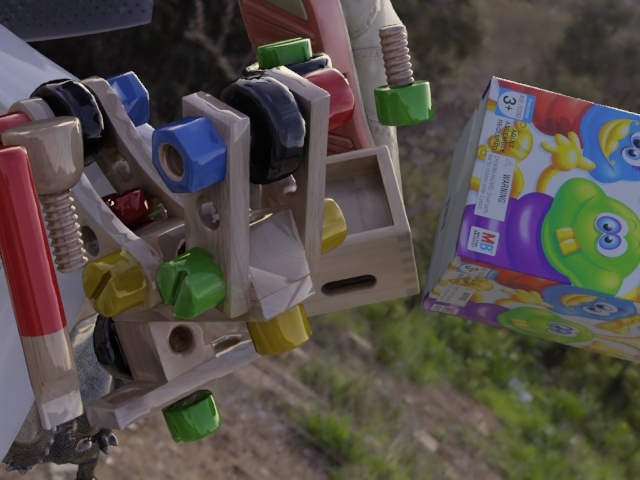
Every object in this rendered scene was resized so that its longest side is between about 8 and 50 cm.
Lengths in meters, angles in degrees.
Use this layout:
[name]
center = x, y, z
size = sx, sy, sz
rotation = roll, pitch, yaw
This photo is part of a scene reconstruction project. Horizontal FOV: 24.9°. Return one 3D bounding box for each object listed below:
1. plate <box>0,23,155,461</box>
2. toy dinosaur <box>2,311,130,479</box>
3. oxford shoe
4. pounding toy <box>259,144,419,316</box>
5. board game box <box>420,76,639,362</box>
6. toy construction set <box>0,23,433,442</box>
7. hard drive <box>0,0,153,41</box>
[plate]
center = -0.273, -0.017, 1.042
size = 0.278, 0.277, 0.045
rotation = 35, 10, 28
[toy dinosaur]
center = -0.227, 0.143, 1.391
size = 0.121, 0.160, 0.313
rotation = 32, 47, 14
[oxford shoe]
center = 0.042, -0.137, 1.426
size = 0.140, 0.397, 0.146
rotation = 25, 53, 36
[pounding toy]
center = 0.000, 0.000, 1.194
size = 0.141, 0.100, 0.130
rotation = -12, 42, 1
[board game box]
center = 0.231, 0.001, 1.066
size = 0.275, 0.142, 0.144
rotation = 14, 71, -2
[toy construction set]
center = -0.091, 0.028, 0.836
size = 0.257, 0.237, 0.309
rotation = -3, 15, 24
[hard drive]
center = -0.251, -0.241, 1.139
size = 0.254, 0.172, 0.054
rotation = -9, 36, -28
